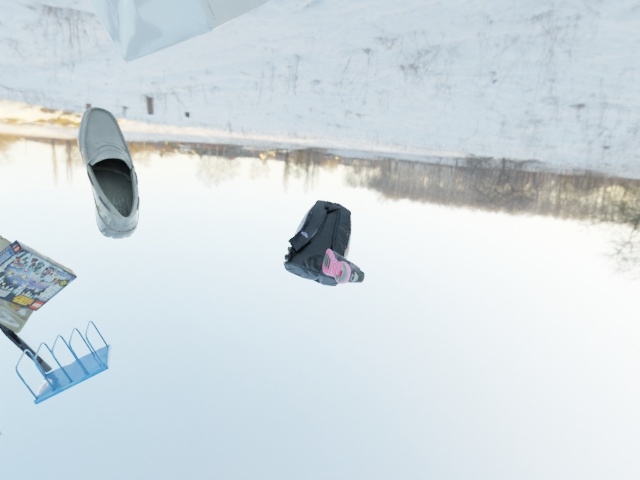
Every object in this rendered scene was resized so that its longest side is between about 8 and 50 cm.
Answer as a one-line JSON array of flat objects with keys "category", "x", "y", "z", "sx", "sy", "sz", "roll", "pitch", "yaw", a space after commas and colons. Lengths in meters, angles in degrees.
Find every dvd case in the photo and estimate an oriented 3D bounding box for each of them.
[{"category": "dvd case", "x": -0.815, "y": 0.242, "z": 1.087, "sx": 0.180, "sy": 0.253, "sz": 0.022, "roll": 38, "pitch": -125, "yaw": 19}]

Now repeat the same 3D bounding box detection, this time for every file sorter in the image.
[{"category": "file sorter", "x": -0.630, "y": 0.292, "z": 1.009, "sx": 0.170, "sy": 0.105, "sz": 0.118, "roll": -25, "pitch": -157, "yaw": -16}]

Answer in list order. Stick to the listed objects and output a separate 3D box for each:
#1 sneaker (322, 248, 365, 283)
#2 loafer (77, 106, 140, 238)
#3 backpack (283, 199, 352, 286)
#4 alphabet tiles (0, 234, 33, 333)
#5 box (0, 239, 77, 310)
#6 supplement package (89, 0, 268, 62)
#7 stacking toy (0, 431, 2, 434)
[{"category": "sneaker", "x": 0.043, "y": 0.051, "z": 0.758, "sx": 0.057, "sy": 0.047, "sz": 0.119, "roll": 8, "pitch": -164, "yaw": -24}, {"category": "loafer", "x": -0.458, "y": -0.163, "z": 0.898, "sx": 0.112, "sy": 0.320, "sz": 0.111, "roll": -9, "pitch": 163, "yaw": -41}, {"category": "backpack", "x": 0.000, "y": 0.000, "z": 0.921, "sx": 0.151, "sy": 0.182, "sz": 0.115, "roll": 22, "pitch": 155, "yaw": -12}, {"category": "alphabet tiles", "x": -0.712, "y": 0.040, "z": 0.791, "sx": 0.342, "sy": 0.285, "sz": 0.011, "roll": 41, "pitch": -151, "yaw": -14}, {"category": "box", "x": -0.507, "y": 0.065, "z": 0.704, "sx": 0.027, "sy": 0.094, "sz": 0.137, "roll": 42, "pitch": 167, "yaw": 22}, {"category": "supplement package", "x": -0.198, "y": -0.429, "z": 0.606, "sx": 0.197, "sy": 0.199, "sz": 0.263, "roll": 1, "pitch": -140, "yaw": 32}, {"category": "stacking toy", "x": -0.817, "y": 0.293, "z": 0.965, "sx": 0.279, "sy": 0.309, "sz": 0.130, "roll": 28, "pitch": -142, "yaw": 15}]
